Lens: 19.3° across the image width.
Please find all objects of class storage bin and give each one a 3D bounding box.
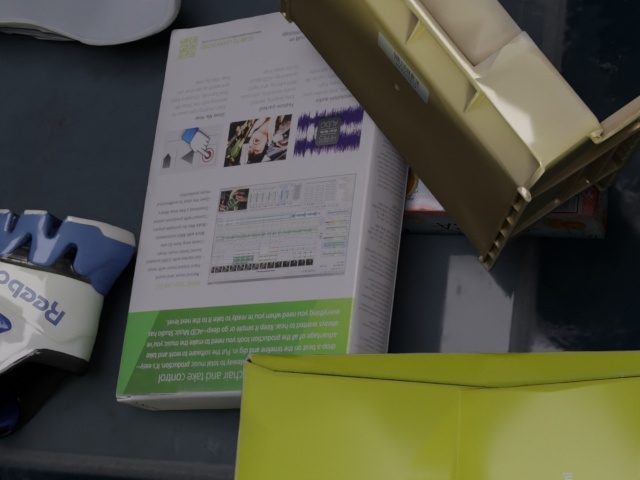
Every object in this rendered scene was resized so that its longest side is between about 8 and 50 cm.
[{"bbox_3d":[0.097,-0.138,1.301,0.123,0.260,0.262,-36,81,-9],"label":"storage bin"}]

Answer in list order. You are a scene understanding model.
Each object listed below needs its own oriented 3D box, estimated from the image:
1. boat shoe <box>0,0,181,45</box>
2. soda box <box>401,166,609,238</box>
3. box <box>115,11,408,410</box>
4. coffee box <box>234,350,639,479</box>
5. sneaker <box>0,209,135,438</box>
[{"bbox_3d":[-0.228,-0.219,1.630,0.258,0.084,0.095,9,100,22],"label":"boat shoe"},{"bbox_3d":[0.131,-0.039,1.473,0.183,0.063,0.058,2,73,18],"label":"soda box"},{"bbox_3d":[-0.040,-0.026,1.489,0.232,0.058,0.322,-5,69,37],"label":"box"},{"bbox_3d":[0.144,0.268,1.221,0.338,0.334,0.338,-2,73,17],"label":"coffee box"},{"bbox_3d":[-0.313,0.068,1.540,0.315,0.127,0.182,2,75,20],"label":"sneaker"}]
